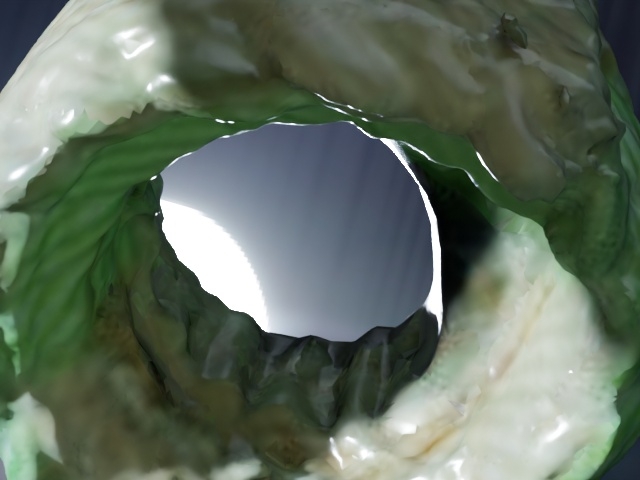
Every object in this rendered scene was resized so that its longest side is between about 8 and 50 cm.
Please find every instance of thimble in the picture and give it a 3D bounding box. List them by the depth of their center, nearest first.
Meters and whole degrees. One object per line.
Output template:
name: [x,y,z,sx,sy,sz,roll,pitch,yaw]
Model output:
thimble: [0.000,0.000,0.463,0.219,0.219,0.150,16,-152,-3]
